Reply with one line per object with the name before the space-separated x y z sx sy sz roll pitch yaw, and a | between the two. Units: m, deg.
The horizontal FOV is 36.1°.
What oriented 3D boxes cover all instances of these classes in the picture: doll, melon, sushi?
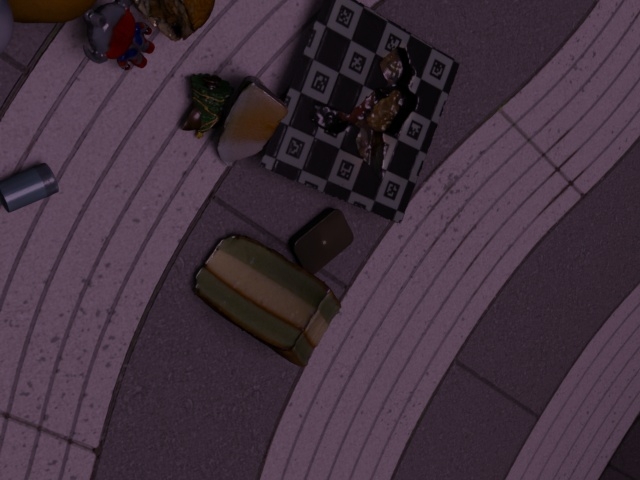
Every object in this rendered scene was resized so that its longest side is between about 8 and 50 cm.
doll | -0.185 -0.220 1.660 0.078 0.076 0.113 -12 115 -42
doll | -0.309 -0.314 1.497 0.104 0.062 0.194 -46 164 6
melon | -0.113 -0.220 1.695 0.093 0.140 0.202 22 138 -9
sushi | 0.068 -0.247 1.846 0.359 0.064 0.343 20 91 -38

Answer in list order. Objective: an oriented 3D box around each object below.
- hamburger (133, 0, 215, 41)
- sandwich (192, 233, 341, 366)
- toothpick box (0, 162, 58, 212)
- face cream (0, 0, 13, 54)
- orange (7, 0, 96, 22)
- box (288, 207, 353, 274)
hamburger | -0.239 -0.447 1.490 0.157 0.143 0.283 -59 144 -34
sandwich | -0.096 0.112 1.840 0.155 0.227 0.198 -56 165 -8
toothpick box | -0.456 -0.082 1.528 0.083 0.052 0.052 -27 122 -24
face cream | -0.489 -0.287 1.275 0.163 0.080 0.336 36 129 -29
orange | -0.388 -0.411 1.344 0.236 0.236 0.236 -14 115 -32
box | 0.000 0.000 1.910 0.126 0.031 0.091 -40 126 -17
